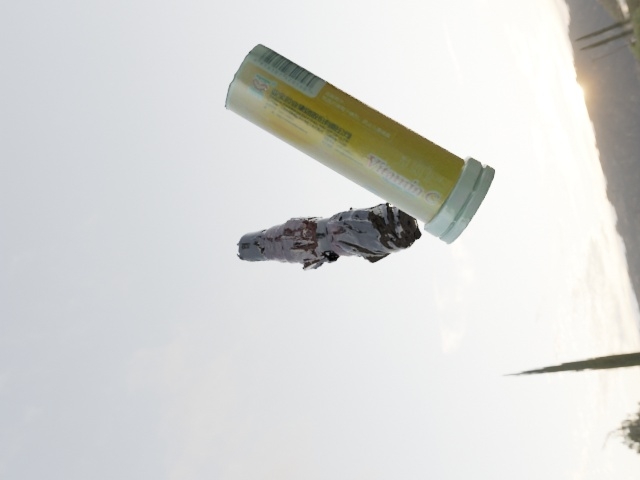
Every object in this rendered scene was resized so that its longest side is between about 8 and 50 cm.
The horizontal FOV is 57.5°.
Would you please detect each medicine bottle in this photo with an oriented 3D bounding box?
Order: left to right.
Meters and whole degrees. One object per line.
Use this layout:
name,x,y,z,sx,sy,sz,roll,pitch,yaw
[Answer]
medicine bottle,0.031,-0.082,0.482,0.218,0.074,0.074,30,-138,1

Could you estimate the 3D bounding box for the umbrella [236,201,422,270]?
umbrella,0.000,0.000,0.918,0.090,0.326,0.094,2,-100,-55
